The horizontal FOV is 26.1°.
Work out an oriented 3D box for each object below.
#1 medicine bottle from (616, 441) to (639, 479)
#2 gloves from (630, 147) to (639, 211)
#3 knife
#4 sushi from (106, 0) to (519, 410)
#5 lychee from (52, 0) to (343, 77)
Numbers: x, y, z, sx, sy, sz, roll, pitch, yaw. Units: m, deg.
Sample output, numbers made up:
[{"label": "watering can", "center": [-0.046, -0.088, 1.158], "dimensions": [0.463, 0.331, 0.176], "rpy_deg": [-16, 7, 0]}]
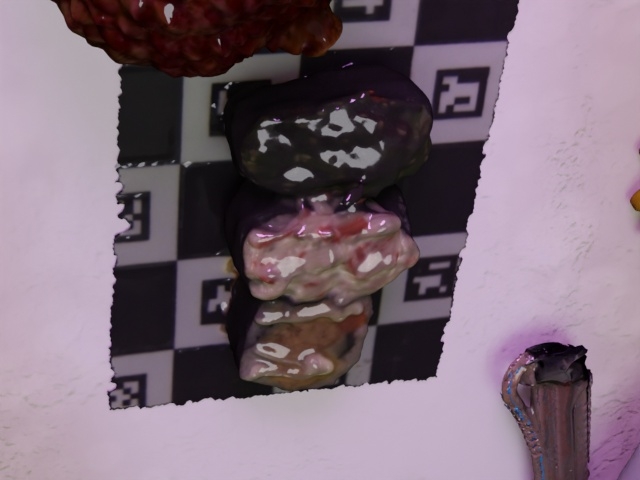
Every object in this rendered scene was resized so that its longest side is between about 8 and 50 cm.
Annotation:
[{"label": "medicine bottle", "center": [0.347, 0.280, 1.262], "dimensions": [0.190, 0.190, 0.332], "rpy_deg": [19, 106, -30]}, {"label": "gloves", "center": [0.382, -0.087, 1.119], "dimensions": [0.294, 0.116, 0.133], "rpy_deg": [-34, 101, 15]}, {"label": "knife", "center": [0.214, 0.224, 1.289], "dimensions": [0.089, 0.043, 0.365], "rpy_deg": [-17, 129, -9]}, {"label": "sushi", "center": [0.000, 0.000, 1.015], "dimensions": [0.296, 0.100, 0.373], "rpy_deg": [-3, 124, -19]}, {"label": "lychee", "center": [-0.070, -0.217, 0.766], "dimensions": [0.236, 0.236, 0.271], "rpy_deg": [-38, 103, 7]}]
